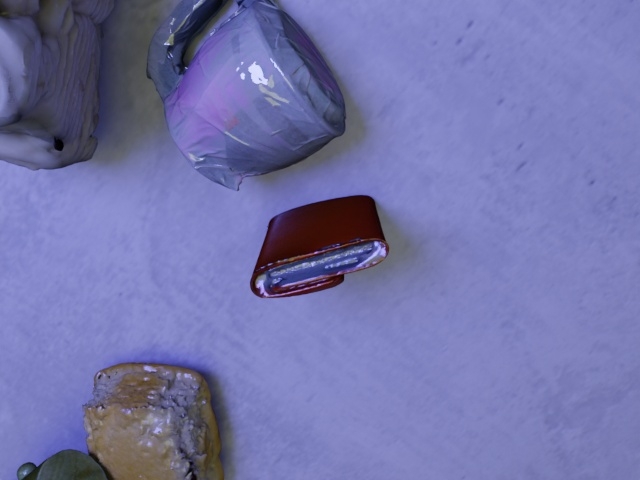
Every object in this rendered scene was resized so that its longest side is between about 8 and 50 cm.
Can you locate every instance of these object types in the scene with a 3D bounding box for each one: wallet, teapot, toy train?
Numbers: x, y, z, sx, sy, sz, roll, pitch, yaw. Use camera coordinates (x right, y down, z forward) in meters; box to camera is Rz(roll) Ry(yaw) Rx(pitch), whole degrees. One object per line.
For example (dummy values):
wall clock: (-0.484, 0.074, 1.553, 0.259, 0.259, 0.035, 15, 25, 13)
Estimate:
wallet: (0.000, 0.000, 0.707, 0.142, 0.204, 0.045, -15, 106, 5)
teapot: (-0.095, -0.167, 0.674, 0.178, 0.163, 0.222, -31, 107, 17)
toy train: (-0.361, 0.388, 0.819, 0.190, 0.126, 0.307, 53, 131, 2)

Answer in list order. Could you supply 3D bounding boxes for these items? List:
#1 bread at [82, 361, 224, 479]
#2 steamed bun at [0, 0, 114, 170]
bread: (-0.224, 0.283, 0.848, 0.173, 0.121, 0.246, 1, 115, 14)
steamed bun: (-0.326, -0.231, 0.561, 0.237, 0.347, 0.394, 10, 130, -8)
